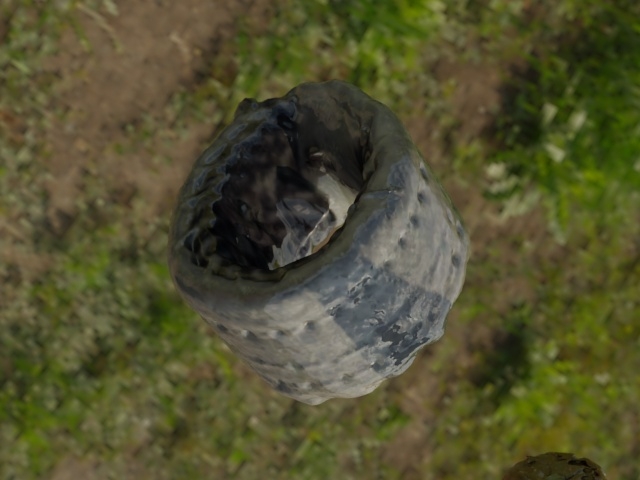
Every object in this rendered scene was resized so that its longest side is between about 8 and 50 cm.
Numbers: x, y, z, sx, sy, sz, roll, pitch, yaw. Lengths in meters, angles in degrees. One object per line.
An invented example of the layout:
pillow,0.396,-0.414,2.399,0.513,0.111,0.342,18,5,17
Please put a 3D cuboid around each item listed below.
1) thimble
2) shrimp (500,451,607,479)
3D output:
thimble,0.000,0.000,1.454,0.217,0.245,0.157,-23,132,14
shrimp,0.189,0.218,1.413,0.091,0.184,0.043,-5,114,-2
